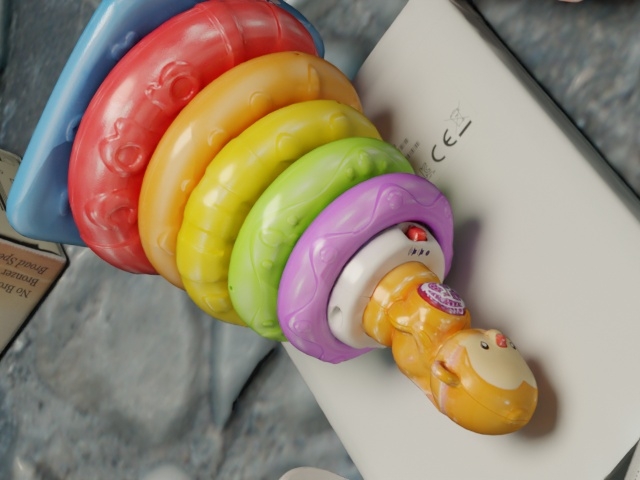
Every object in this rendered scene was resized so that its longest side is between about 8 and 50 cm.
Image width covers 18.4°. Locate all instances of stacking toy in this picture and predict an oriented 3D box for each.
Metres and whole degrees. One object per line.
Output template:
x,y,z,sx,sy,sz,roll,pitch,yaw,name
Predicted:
0.000,0.000,0.990,0.302,0.175,0.166,40,108,36,stacking toy

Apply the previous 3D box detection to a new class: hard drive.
0.075,0.029,1.022,0.203,0.040,0.307,-53,44,19,hard drive

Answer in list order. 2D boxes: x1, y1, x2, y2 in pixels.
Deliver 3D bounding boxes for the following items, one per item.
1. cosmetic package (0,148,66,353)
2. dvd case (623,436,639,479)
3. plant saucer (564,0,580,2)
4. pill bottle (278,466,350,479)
-0.326,0.065,1.367,0.296,0.153,0.129,-53,43,22,cosmetic package
0.223,0.083,0.816,0.179,0.029,0.239,21,92,35,dvd case
0.110,-0.257,1.090,0.258,0.047,0.259,17,88,49,plant saucer
-0.041,0.221,1.014,0.208,0.119,0.119,-51,44,21,pill bottle
